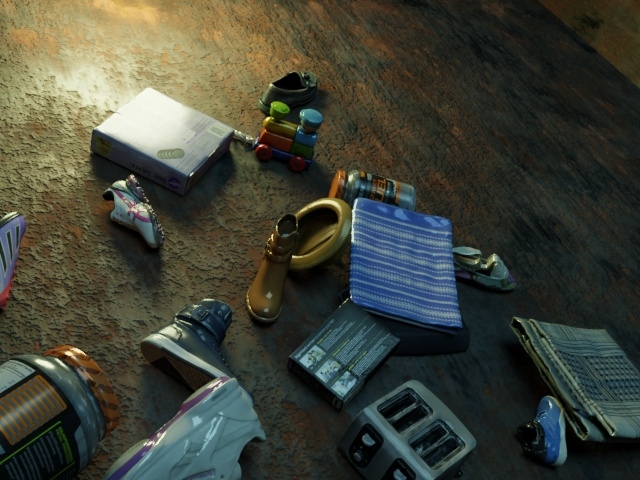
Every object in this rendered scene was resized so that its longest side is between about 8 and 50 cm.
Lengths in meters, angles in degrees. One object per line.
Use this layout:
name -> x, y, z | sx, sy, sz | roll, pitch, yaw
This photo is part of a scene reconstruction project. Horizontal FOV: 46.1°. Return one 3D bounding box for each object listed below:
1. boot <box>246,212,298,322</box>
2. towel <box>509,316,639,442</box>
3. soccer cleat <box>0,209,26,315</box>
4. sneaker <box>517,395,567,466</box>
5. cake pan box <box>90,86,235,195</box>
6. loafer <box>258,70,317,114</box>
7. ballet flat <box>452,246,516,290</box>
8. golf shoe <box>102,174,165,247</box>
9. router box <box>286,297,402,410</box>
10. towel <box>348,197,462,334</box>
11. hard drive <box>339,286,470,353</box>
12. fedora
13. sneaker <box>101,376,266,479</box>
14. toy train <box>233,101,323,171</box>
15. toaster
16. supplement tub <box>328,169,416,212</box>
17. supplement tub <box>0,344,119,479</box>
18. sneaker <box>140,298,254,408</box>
boot -> -0.090, 0.050, 1.476 | 0.073, 0.152, 0.197 | 15, 39, -10
towel -> 0.580, 0.286, 1.565 | 0.324, 0.056, 0.312 | 10, 38, -32
soccer cleat -> -0.571, 0.070, 1.278 | 0.116, 0.108, 0.318 | 37, 34, -16
sneaker -> 0.421, 0.354, 1.446 | 0.085, 0.058, 0.152 | 24, 44, -12
cake pan box -> -0.360, -0.240, 1.756 | 0.246, 0.070, 0.266 | 27, 39, 2
loafer -> -0.075, -0.429, 2.100 | 0.096, 0.084, 0.267 | 32, 39, 11
ballet flat -> 0.367, 0.059, 1.749 | 0.222, 0.079, 0.076 | 16, 38, -9
golf shoe -> -0.379, -0.047, 1.534 | 0.086, 0.067, 0.186 | -29, 58, -11
router box -> 0.046, 0.209, 1.405 | 0.133, 0.046, 0.179 | 38, 58, 18
towel -> 0.181, 0.041, 1.612 | 0.243, 0.040, 0.336 | 15, 41, -10
hard drive -> 0.180, 0.156, 1.564 | 0.255, 0.054, 0.172 | 3, 42, -23
fedora -> 0.000, 0.000, 1.600 | 0.079, 0.194, 0.194 | 42, 23, -40
sneaker -> -0.202, 0.339, 1.115 | 0.305, 0.114, 0.152 | -38, 94, -34
toy train -> -0.123, -0.281, 1.855 | 0.248, 0.143, 0.105 | 18, 38, -6
toaster -> 0.155, 0.349, 1.282 | 0.186, 0.110, 0.168 | -20, 56, -41
supplement tub -> 0.121, -0.098, 1.782 | 0.191, 0.117, 0.117 | 14, 39, -10
supplement tub -> -0.439, 0.281, 1.005 | 0.194, 0.193, 0.316 | 37, 40, 17
sneaker -> -0.176, 0.196, 1.319 | 0.226, 0.086, 0.163 | 33, 42, 14
